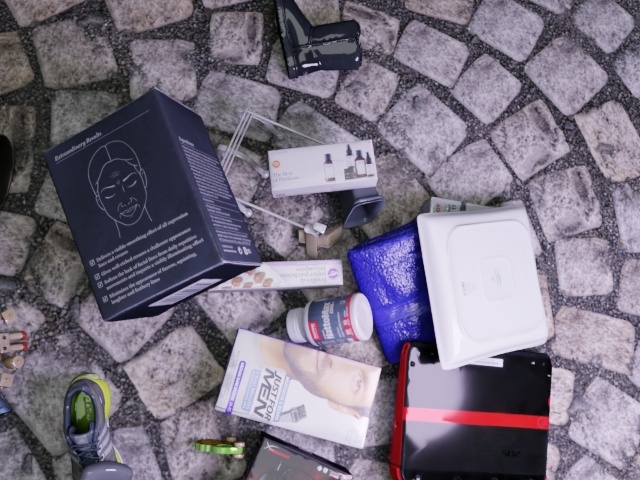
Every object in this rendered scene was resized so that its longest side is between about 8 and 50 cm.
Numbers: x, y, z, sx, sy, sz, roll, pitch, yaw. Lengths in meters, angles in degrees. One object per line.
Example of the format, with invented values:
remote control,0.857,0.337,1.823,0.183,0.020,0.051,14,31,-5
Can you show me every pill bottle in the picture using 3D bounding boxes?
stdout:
pill bottle,0.019,0.185,1.275,0.180,0.108,0.108,-13,78,24

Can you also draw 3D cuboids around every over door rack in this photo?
over door rack,-0.099,-0.162,1.354,0.324,0.108,0.239,20,78,5

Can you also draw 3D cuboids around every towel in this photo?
towel,0.214,0.122,1.304,0.227,0.076,0.308,-23,101,-5

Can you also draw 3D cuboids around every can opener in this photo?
can opener,-0.355,0.520,1.155,0.283,0.076,0.095,17,85,-27

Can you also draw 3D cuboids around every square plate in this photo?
square plate,0.392,0.094,1.285,0.344,0.049,0.347,-6,85,-30

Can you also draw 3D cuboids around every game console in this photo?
game console,0.356,0.419,1.296,0.386,0.060,0.342,8,81,-13

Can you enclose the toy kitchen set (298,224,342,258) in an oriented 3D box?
toy kitchen set,0.000,0.000,1.385,0.083,0.075,0.068,12,117,28

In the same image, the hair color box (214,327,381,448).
hair color box,-0.051,0.333,1.267,0.339,0.110,0.185,16,76,-5

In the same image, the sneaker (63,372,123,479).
sneaker,-0.495,0.435,1.180,0.111,0.121,0.300,-14,81,-10

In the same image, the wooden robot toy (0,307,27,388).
wooden robot toy,-0.707,0.240,1.236,0.079,0.076,0.173,-14,78,26

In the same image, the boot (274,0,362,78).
boot,-0.005,-0.552,1.458,0.207,0.094,0.246,-12,87,-6

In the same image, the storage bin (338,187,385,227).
storage bin,0.098,-0.104,1.366,0.098,0.135,0.091,-12,71,-17

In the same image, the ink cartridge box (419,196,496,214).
ink cartridge box,0.355,-0.015,1.399,0.208,0.087,0.153,9,78,-4

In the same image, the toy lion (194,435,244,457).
toy lion,-0.226,0.453,1.226,0.096,0.100,0.034,9,79,-25

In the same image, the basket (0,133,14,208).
basket,-0.845,-0.162,1.248,0.227,0.154,0.204,11,80,-1

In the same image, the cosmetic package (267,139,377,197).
cosmetic package,0.004,-0.164,1.268,0.239,0.060,0.099,-7,75,-1

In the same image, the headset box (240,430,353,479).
headset box,-0.088,0.600,1.204,0.218,0.110,0.293,25,76,-2

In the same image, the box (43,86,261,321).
box,-0.357,-0.066,1.205,0.293,0.212,0.395,-25,81,12

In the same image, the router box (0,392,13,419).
router box,-0.722,0.331,1.188,0.038,0.092,0.122,-37,86,-13

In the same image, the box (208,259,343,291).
box,-0.110,0.086,1.331,0.324,0.067,0.063,-2,79,-7
